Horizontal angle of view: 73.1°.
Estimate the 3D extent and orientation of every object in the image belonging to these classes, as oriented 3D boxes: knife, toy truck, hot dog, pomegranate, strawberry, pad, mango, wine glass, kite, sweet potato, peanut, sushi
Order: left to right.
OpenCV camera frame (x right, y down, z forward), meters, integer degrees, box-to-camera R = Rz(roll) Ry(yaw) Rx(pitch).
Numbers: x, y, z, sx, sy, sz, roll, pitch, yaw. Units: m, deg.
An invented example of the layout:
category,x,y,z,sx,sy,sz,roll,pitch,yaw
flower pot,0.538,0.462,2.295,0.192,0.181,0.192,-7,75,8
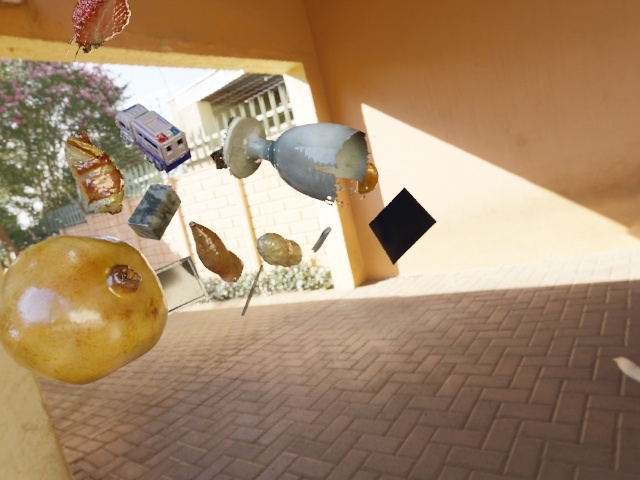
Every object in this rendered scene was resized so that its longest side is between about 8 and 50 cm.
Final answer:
category,x,y,z,sx,sy,sz,roll,pitch,yaw
kite,-0.891,-0.739,1.606,0.010,0.160,0.183,26,17,-14
pomegranate,-0.615,0.170,1.157,0.416,0.417,0.416,-14,8,2
strawberry,-0.611,-0.635,1.177,0.236,0.107,0.175,-36,10,25
hot dog,-0.548,-0.162,1.061,0.103,0.213,0.146,-27,27,-28
toy truck,-0.575,-0.364,1.469,0.124,0.268,0.155,-43,-20,-28
sweet potato,-0.441,0.045,1.754,0.131,0.337,0.131,-18,46,19
sushi,-0.379,-0.331,1.716,0.098,0.084,0.094,-14,15,33
peanut,-0.159,0.045,1.756,0.130,0.130,0.290,-11,-14,22
wine glass,-0.055,-0.205,1.058,0.357,0.190,0.190,18,22,24
knife,0.000,0.000,1.504,0.044,0.023,0.162,-30,-15,-29
mango,0.214,-0.285,1.963,0.105,0.159,0.084,13,51,10
pad,0.276,-0.060,1.508,0.202,0.005,0.300,-47,27,14

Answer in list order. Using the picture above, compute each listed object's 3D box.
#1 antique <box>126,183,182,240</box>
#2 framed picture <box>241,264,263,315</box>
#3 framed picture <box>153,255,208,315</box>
category,x,y,z,sx,sy,sz,roll,pitch,yaw
antique,-0.547,-0.101,1.439,0.088,0.086,0.183,9,58,17
framed picture,-0.303,0.222,1.915,0.015,0.203,0.150,21,40,-4
framed picture,-0.614,0.197,1.777,0.252,0.197,0.014,-25,0,-33
